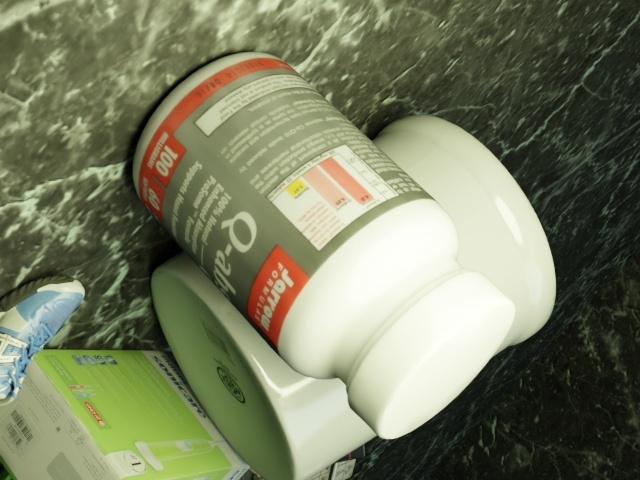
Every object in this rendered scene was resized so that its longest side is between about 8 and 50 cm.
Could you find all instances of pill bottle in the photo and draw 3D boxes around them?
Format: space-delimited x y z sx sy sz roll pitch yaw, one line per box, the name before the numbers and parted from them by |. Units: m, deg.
pill bottle | 0.000 0.000 0.998 0.210 0.363 0.210 -35 153 -21

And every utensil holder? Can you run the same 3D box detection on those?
utensil holder | 0.035 0.074 1.270 0.385 0.327 0.327 -31 156 -22

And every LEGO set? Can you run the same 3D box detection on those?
LEGO set | -0.031 0.455 1.755 0.182 0.060 0.244 -15 125 -43

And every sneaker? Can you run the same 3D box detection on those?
sneaker | -0.322 0.120 1.061 0.211 0.081 0.080 -41 157 -8

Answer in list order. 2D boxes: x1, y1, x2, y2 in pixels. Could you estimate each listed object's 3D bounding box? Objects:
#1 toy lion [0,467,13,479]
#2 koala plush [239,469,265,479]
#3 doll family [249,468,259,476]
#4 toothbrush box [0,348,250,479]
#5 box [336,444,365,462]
toy lion | -0.379 0.292 1.357 0.100 0.034 0.096 -34 150 -19
koala plush | -0.114 0.386 1.782 0.203 0.196 0.221 -29 161 -7
doll family | -0.173 0.278 1.497 0.263 0.118 0.163 -8 160 33
toothbrush box | -0.243 0.245 1.261 0.122 0.206 0.283 -49 158 14
box | -0.017 0.208 1.525 0.142 0.163 0.247 -9 141 -4
